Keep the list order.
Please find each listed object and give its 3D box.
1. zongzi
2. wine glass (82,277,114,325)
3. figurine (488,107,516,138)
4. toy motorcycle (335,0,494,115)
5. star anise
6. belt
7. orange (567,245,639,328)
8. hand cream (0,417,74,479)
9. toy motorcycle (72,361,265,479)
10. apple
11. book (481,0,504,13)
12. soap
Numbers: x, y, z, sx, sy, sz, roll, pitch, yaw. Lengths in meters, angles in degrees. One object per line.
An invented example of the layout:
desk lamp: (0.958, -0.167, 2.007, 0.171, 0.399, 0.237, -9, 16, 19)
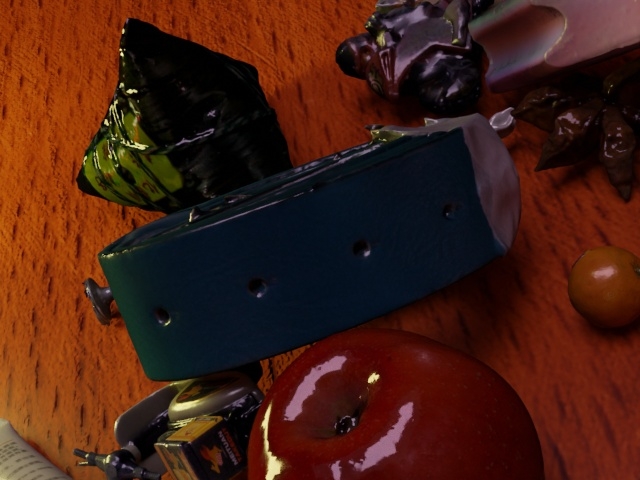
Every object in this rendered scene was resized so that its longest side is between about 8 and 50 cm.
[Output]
zongzi: (-0.131, -0.099, 1.400, 0.319, 0.362, 0.383, -38, 3, -10)
wine glass: (-0.217, 0.045, 1.360, 0.155, 0.072, 0.072, -27, 40, 2)
figurine: (0.181, -0.091, 1.296, 0.146, 0.081, 0.098, -20, 84, 2)
toy motorcycle: (0.141, -0.313, 1.491, 0.207, 0.134, 0.401, -1, 49, 20)
star anise: (0.327, -0.148, 1.243, 0.196, 0.111, 0.212, 14, 62, 47)
belt: (-0.001, 0.001, 1.114, 0.437, 0.173, 0.300, -25, 10, -14)
orange: (0.288, 0.046, 1.068, 0.084, 0.083, 0.083, -15, 42, 14)
hand cream: (-0.328, 0.286, 1.156, 0.314, 0.089, 0.139, 17, 56, 45)
toy motorcycle: (-0.137, 0.194, 1.092, 0.157, 0.091, 0.263, -33, 10, -35)
apple: (0.056, 0.202, 0.931, 0.260, 0.216, 0.260, -18, 41, 17)
book: (0.268, -0.347, 1.548, 0.118, 0.012, 0.172, -28, 40, 0)
soap: (0.323, -0.262, 1.224, 0.193, 0.109, 0.324, -19, 2, -14)
